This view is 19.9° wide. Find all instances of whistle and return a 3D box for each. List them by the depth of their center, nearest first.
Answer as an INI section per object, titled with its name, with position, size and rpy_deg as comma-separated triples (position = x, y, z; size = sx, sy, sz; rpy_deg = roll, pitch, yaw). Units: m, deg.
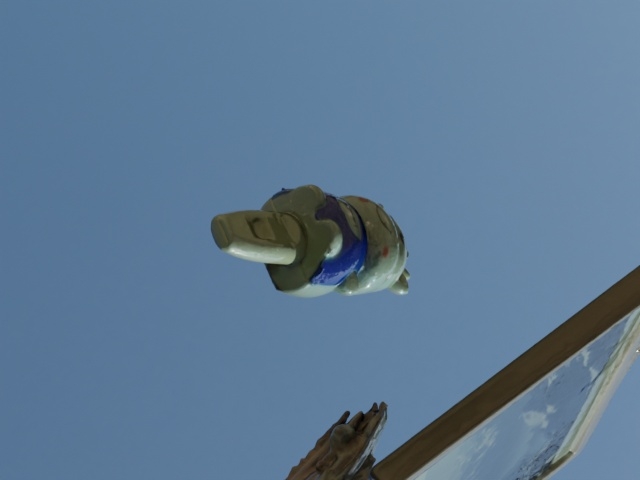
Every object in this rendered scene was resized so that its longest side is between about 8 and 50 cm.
[whistle]
position = 0.000, 0.000, 1.626
size = 0.244, 0.092, 0.110
rpy_deg = 9, -129, -47

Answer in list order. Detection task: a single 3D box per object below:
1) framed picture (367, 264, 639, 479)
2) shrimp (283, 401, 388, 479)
[framed picture]
position = 0.117, 0.148, 1.225
size = 0.247, 0.335, 0.022
rpy_deg = -35, -109, -20
[shrimp]
position = -0.003, 0.275, 1.408
size = 0.164, 0.062, 0.317
rpy_deg = 32, -105, -6
